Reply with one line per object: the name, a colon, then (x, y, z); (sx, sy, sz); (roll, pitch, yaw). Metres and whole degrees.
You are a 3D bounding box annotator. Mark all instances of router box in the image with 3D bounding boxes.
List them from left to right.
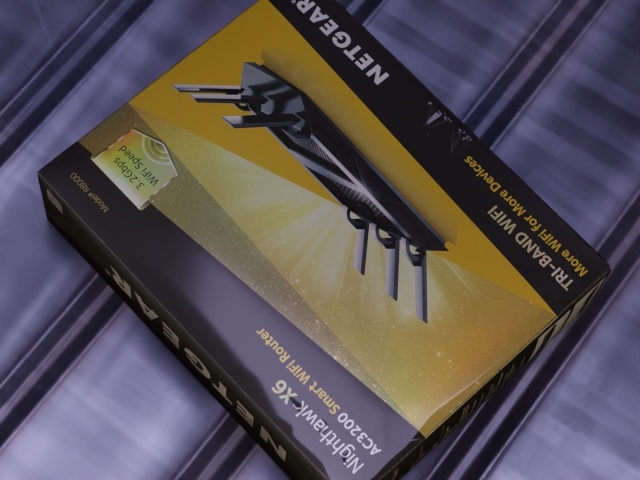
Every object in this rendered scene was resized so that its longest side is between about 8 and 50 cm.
router box: (0.000, 0.000, 1.131); (0.243, 0.081, 0.309); (-41, 76, -18)
